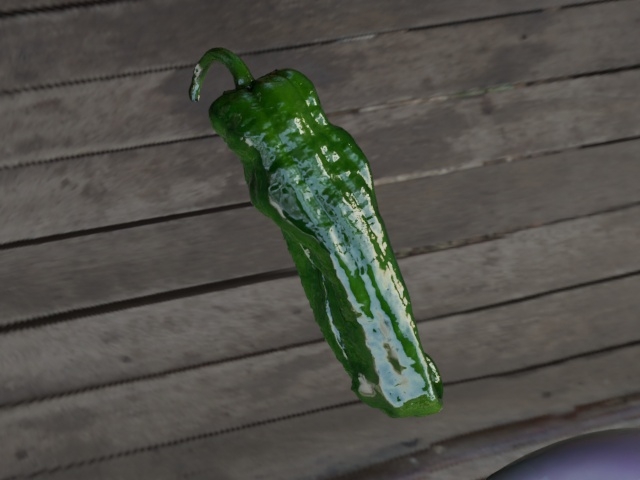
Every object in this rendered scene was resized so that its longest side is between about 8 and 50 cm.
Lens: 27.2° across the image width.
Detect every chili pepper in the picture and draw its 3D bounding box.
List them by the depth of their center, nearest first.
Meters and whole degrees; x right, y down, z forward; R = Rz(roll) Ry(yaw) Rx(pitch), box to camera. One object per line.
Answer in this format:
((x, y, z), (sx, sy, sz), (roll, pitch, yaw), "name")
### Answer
((0.004, -0.002, 0.788), (0.074, 0.100, 0.257), (-25, 100, -8), "chili pepper")

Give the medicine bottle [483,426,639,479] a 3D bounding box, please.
((0.189, 0.229, 0.604), (0.302, 0.241, 0.241), (30, 79, -49), "medicine bottle")
